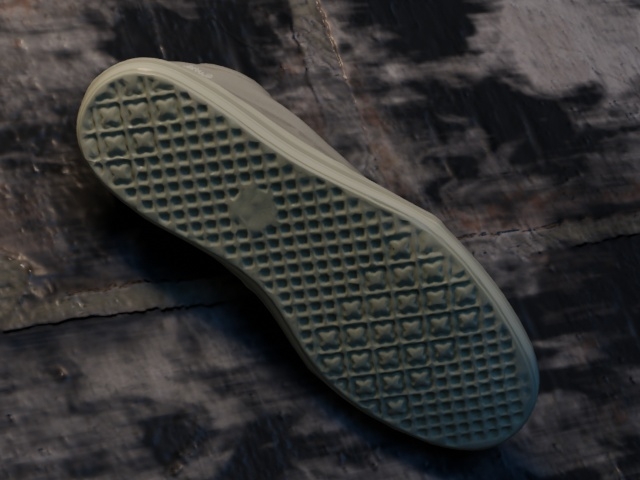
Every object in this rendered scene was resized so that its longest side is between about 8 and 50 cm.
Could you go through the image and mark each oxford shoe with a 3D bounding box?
[{"bbox_3d":[0.000,0.000,1.600,0.449,0.169,0.130,38,16,-5],"label":"oxford shoe"}]
